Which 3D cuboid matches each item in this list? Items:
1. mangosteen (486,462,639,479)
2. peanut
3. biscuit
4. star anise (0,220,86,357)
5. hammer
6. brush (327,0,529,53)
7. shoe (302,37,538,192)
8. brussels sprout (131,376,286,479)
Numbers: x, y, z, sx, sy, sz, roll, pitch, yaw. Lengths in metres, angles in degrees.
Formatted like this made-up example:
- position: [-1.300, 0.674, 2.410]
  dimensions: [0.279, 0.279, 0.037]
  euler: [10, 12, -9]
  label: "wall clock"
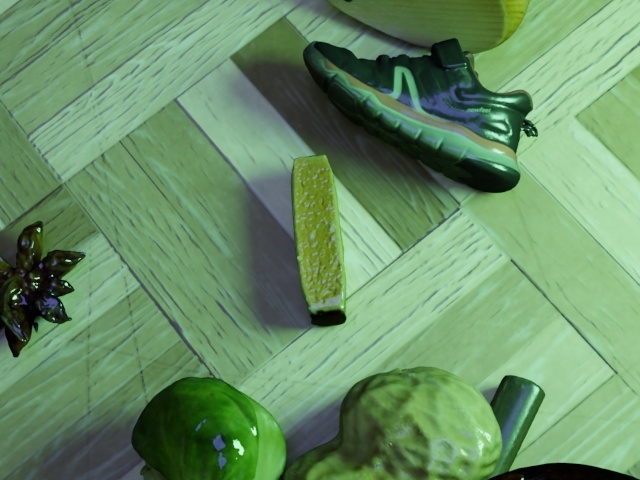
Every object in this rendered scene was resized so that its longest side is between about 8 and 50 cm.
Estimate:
- position: [0.223, 0.361, 1.120]
  dimensions: [0.307, 0.307, 0.347]
  euler: [-35, 110, -5]
  label: "mangosteen"
- position: [0.065, 0.223, 1.278]
  dimensions: [0.233, 0.110, 0.196]
  euler: [-49, 34, -7]
  label: "peanut"
- position: [0.000, 0.000, 1.426]
  dimensions: [0.052, 0.056, 0.188]
  euler: [-8, 69, 8]
  label: "biscuit"
- position: [-0.341, 0.054, 1.461]
  dimensions: [0.167, 0.057, 0.168]
  euler: [-6, 57, 10]
  label: "star anise"
- position: [0.117, 0.337, 1.285]
  dimensions: [0.168, 0.044, 0.440]
  euler: [24, 74, 15]
  label: "hammer"
- position: [0.132, -0.330, 1.485]
  dimensions: [0.266, 0.174, 0.166]
  euler: [11, 57, 30]
  label: "brush"
- position: [0.113, -0.169, 1.440]
  dimensions: [0.291, 0.114, 0.137]
  euler: [29, 81, 16]
  label: "shoe"
- position: [-0.109, 0.222, 1.316]
  dimensions: [0.145, 0.131, 0.183]
  euler: [-44, 64, -3]
  label: "brussels sprout"
